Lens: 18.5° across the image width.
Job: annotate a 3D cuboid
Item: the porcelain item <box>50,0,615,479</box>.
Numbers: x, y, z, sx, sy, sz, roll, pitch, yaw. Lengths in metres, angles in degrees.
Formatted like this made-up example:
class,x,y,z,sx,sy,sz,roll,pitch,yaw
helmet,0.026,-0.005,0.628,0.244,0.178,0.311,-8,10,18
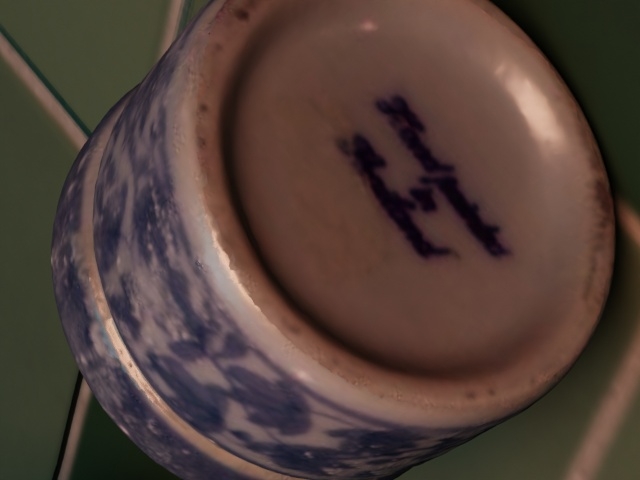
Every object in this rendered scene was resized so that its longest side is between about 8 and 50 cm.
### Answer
class,x,y,z,sx,sy,sz,roll,pitch,yaw
porcelain item,0.000,0.000,0.586,0.114,0.147,0.147,-36,75,55
